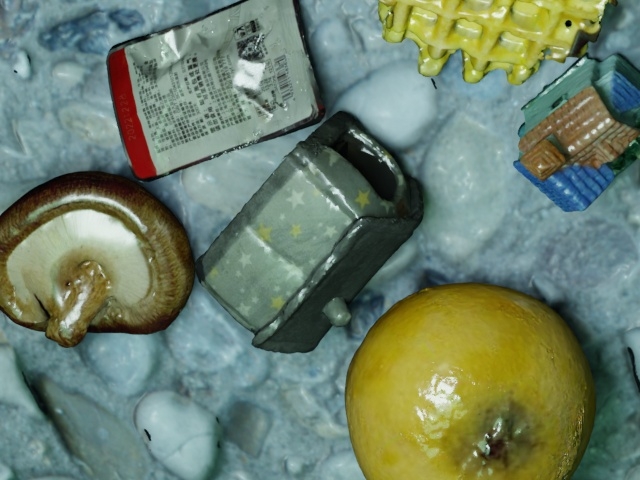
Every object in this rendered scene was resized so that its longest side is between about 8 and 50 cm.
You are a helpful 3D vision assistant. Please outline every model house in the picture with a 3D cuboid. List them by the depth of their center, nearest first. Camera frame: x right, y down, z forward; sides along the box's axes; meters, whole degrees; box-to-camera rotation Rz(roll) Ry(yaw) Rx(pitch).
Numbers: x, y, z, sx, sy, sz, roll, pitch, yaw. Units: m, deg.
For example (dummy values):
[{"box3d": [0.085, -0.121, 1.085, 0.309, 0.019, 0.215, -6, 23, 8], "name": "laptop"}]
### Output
[{"box3d": [0.254, -0.089, 1.675, 0.119, 0.149, 0.148, 46, 120, -8], "name": "model house"}]

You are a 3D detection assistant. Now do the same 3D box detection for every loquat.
[{"box3d": [0.153, 0.172, 1.765, 0.263, 0.263, 0.263, 6, 115, 14], "name": "loquat"}]

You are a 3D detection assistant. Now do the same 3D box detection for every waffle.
[{"box3d": [0.160, -0.264, 1.617, 0.307, 0.060, 0.312, -4, 139, 26], "name": "waffle"}]

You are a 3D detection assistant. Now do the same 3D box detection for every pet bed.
[{"box3d": [0.000, 0.000, 1.769, 0.159, 0.183, 0.211, 44, 116, 2], "name": "pet bed"}]

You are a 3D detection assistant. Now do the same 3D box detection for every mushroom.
[{"box3d": [-0.249, 0.014, 1.890, 0.231, 0.138, 0.194, 8, 102, 1], "name": "mushroom"}]

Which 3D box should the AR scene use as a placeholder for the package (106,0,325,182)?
[{"box3d": [-0.114, -0.163, 1.792, 0.239, 0.030, 0.154, -17, 82, 23], "name": "package"}]
